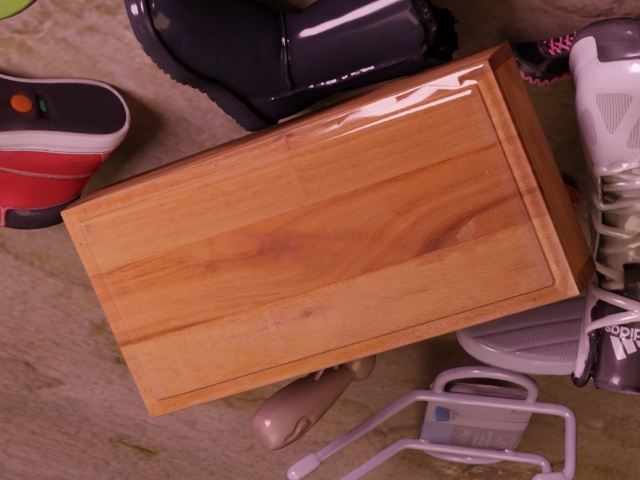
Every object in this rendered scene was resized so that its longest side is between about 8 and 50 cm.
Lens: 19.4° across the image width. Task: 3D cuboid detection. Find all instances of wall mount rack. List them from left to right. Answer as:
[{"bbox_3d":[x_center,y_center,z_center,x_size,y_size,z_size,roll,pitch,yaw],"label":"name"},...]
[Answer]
[{"bbox_3d":[0.119,0.242,2.077,0.304,0.130,0.350,5,158,1],"label":"wall mount rack"}]

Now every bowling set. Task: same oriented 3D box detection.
[{"bbox_3d":[-0.060,0.042,1.813,0.154,0.200,0.287,-38,149,-26],"label":"bowling set"}]

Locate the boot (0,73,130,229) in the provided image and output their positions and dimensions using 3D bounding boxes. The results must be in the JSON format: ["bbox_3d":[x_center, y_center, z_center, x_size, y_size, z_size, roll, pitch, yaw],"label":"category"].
[{"bbox_3d":[-0.307,-0.072,1.617,0.244,0.088,0.176,7,144,-28],"label":"boot"}]

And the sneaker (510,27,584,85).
[{"bbox_3d":[0.218,-0.167,1.642,0.119,0.047,0.057,-1,139,-25],"label":"sneaker"}]

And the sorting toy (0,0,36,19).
[{"bbox_3d":[-0.204,-0.235,1.422,0.365,0.127,0.126,-22,173,23],"label":"sorting toy"}]

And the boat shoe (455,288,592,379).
[{"bbox_3d":[0.303,0.100,1.967,0.335,0.121,0.119,-2,150,-6],"label":"boat shoe"}]

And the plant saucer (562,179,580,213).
[{"bbox_3d":[0.215,-0.036,1.848,0.083,0.013,0.083,-7,145,-5],"label":"plant saucer"}]

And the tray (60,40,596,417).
[{"bbox_3d":[0.000,0.000,1.571,0.411,0.076,0.203,-18,101,24],"label":"tray"}]

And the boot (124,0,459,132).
[{"bbox_3d":[-0.017,-0.184,1.510,0.207,0.094,0.246,-20,151,21],"label":"boot"}]

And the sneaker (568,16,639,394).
[{"bbox_3d":[0.297,-0.005,1.611,0.169,0.257,0.447,3,161,13],"label":"sneaker"}]
